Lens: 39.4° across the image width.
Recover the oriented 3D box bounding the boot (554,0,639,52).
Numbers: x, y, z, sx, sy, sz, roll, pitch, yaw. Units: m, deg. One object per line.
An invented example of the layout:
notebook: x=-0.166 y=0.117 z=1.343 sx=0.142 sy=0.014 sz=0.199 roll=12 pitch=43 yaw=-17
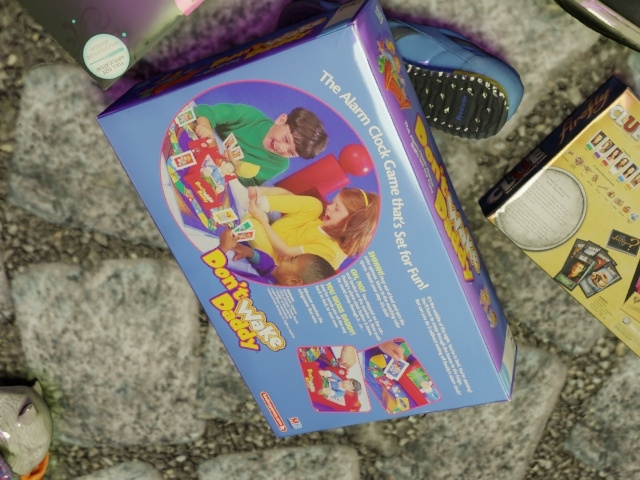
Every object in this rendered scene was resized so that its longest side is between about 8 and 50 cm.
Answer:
boot: x=0.312 y=-0.223 z=0.703 sx=0.236 sy=0.085 sz=0.178 roll=18 pitch=111 yaw=-17

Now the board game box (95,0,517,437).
board game box: x=0.000 y=0.000 z=0.761 sx=0.233 sy=0.078 sz=0.347 roll=-14 pitch=115 yaw=24

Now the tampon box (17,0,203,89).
tampon box: x=-0.171 y=-0.221 z=0.678 sx=0.120 sy=0.101 sz=0.161 roll=-39 pitch=110 yaw=15

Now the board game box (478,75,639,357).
board game box: x=0.290 y=-0.008 z=0.821 sx=0.243 sy=0.042 sz=0.165 roll=40 pitch=108 yaw=-18

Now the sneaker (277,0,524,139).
sneaker: x=0.068 y=-0.152 z=0.746 sx=0.209 sy=0.082 sz=0.069 roll=23 pitch=131 yaw=8

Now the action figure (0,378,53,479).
action figure: x=-0.411 y=0.231 z=0.880 sx=0.330 sy=0.178 sz=0.341 roll=-35 pitch=84 yaw=6
